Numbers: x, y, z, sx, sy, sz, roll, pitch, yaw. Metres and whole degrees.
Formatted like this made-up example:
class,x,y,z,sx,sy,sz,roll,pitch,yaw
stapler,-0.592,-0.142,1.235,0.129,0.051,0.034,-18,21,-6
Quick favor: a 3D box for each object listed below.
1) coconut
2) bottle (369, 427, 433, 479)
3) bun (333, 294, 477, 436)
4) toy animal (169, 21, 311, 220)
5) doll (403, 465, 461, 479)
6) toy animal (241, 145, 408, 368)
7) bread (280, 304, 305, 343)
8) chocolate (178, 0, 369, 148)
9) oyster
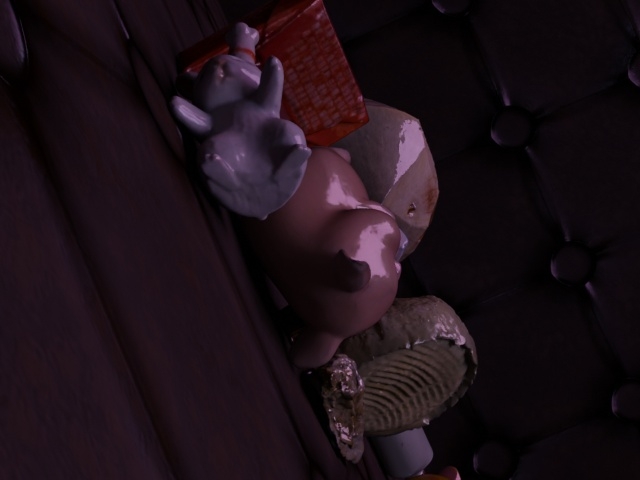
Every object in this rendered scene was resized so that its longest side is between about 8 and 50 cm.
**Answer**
class,x,y,z,sx,sy,sz,roll,pitch,yaw
coconut,0.077,-0.105,2.028,0.415,0.344,0.415,156,-90,-89
bottle,0.149,0.378,1.874,0.104,0.104,0.245,-103,170,-75
bun,0.114,0.181,1.494,0.152,0.259,0.259,63,0,42
toy animal,-0.109,-0.167,1.173,0.138,0.140,0.282,82,-9,-65
doll,0.127,0.359,1.092,0.269,0.166,0.162,68,0,-85
toy animal,0.012,0.011,1.278,0.256,0.213,0.195,48,-48,33
bread,-0.017,0.121,1.334,0.085,0.053,0.085,-23,90,-87
chocolate,-0.075,-0.231,1.456,0.108,0.235,0.237,49,-11,50
oyster,0.032,0.221,1.317,0.133,0.072,0.209,-104,172,-58
